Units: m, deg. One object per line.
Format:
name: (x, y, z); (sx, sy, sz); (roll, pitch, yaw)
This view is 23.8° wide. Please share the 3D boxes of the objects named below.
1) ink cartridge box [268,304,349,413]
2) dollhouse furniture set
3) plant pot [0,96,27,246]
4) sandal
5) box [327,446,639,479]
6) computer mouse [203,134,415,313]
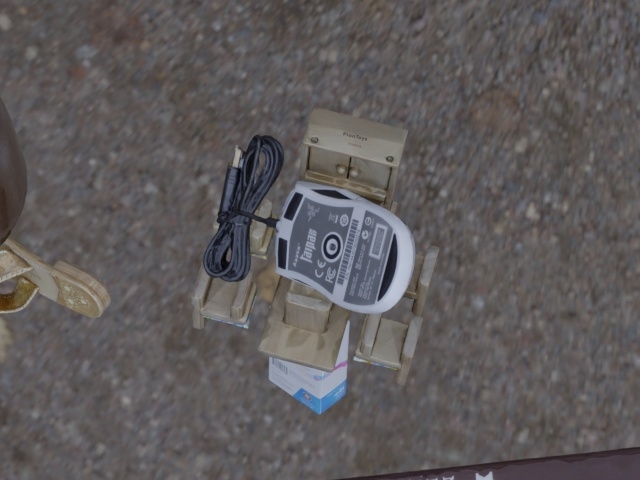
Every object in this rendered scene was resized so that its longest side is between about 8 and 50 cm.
ink cartridge box: (-0.014, 0.130, 1.794); (0.088, 0.052, 0.122); (32, 139, 31)
dollhouse furniture set: (0.005, 0.019, 1.502); (0.212, 0.242, 0.161); (15, 154, 4)
plant pot: (-0.364, -0.103, 1.309); (0.215, 0.215, 0.230); (24, 153, 2)
sandal: (-0.354, 0.049, 1.717); (0.240, 0.079, 0.088); (18, 143, 26)
box: (0.202, 0.322, 1.477); (0.381, 0.191, 0.143); (-7, 153, 4)
computer mouse: (0.000, 0.000, 0.983); (0.193, 0.042, 0.106); (23, 101, 45)
